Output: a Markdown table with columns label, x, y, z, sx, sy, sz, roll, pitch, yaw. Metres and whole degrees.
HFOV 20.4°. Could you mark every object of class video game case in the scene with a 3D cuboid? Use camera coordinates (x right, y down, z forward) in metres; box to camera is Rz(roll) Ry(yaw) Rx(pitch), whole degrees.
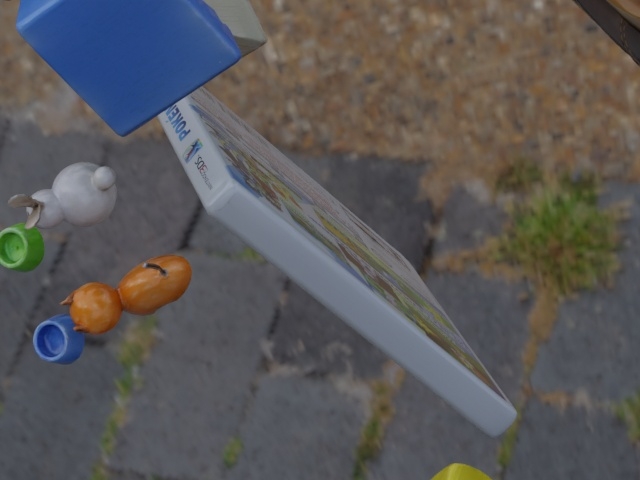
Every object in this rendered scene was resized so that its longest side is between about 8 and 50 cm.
| label | x | y | z | sx | sy | sz | roll | pitch | yaw |
| --- | --- | --- | --- | --- | --- | --- | --- | --- | --- |
| video game case | 0.000 | 0.000 | 1.481 | 0.036 | 0.329 | 0.300 | -46 | 28 | 7 |

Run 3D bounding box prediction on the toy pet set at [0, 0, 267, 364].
| label | x | y | z | sx | sy | sz | roll | pitch | yaw |
| --- | --- | --- | --- | --- | --- | --- | --- | --- | --- |
| toy pet set | -0.073 | -0.040 | 0.494 | 0.114 | 0.065 | 0.122 | -30 | 79 | 23 |

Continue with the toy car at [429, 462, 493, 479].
| label | x | y | z | sx | sy | sz | roll | pitch | yaw |
| --- | --- | --- | --- | --- | --- | --- | --- | --- | --- |
| toy car | 0.031 | 0.220 | 0.685 | 0.053 | 0.239 | 0.225 | -29 | 84 | 40 |

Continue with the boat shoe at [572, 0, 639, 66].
| label | x | y | z | sx | sy | sz | roll | pitch | yaw |
| --- | --- | --- | --- | --- | --- | --- | --- | --- | --- |
| boat shoe | 0.112 | -0.106 | 0.622 | 0.073 | 0.073 | 0.207 | -38 | 38 | 15 |
